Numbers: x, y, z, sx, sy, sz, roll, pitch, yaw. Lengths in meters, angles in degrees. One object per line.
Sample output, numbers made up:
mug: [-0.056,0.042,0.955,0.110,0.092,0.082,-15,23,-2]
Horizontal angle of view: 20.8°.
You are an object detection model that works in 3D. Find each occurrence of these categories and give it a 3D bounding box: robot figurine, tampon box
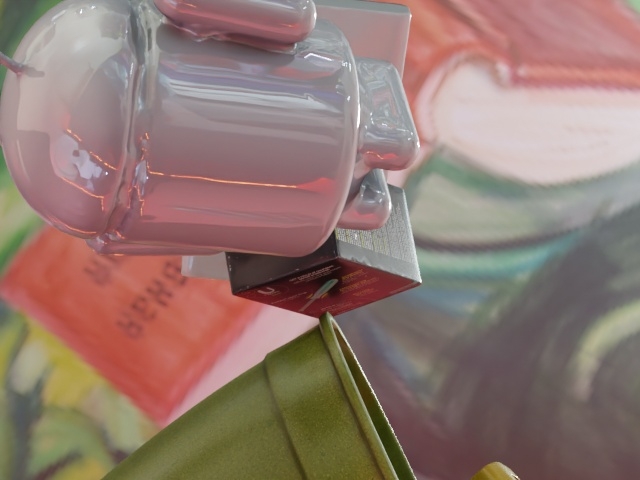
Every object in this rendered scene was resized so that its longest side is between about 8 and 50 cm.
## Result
robot figurine: [-0.104,-0.092,1.405,0.199,0.354,0.300,-105,-151,-45]
tampon box: [0.000,0.000,1.637,0.120,0.161,0.101,-20,-110,27]

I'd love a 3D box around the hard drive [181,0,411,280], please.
hard drive: [-0.029,-0.099,1.781,0.040,0.203,0.307,-96,-168,-66]

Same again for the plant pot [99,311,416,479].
plant pot: [-0.071,0.307,1.613,0.353,0.366,0.366,-26,-170,2]

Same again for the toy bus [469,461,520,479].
toy bus: [0.210,0.310,1.700,0.104,0.202,0.191,-46,-162,3]
